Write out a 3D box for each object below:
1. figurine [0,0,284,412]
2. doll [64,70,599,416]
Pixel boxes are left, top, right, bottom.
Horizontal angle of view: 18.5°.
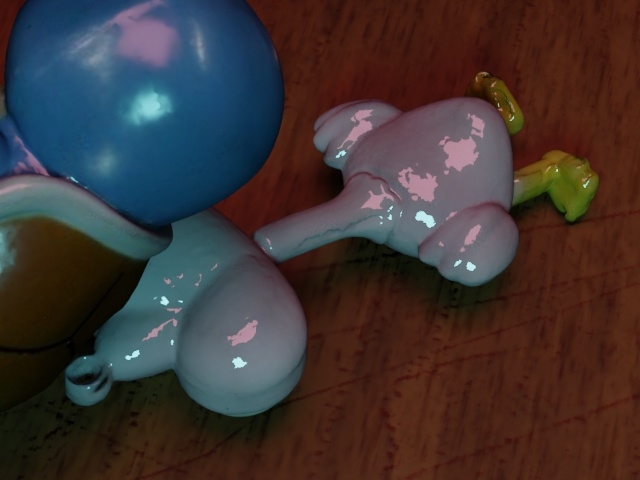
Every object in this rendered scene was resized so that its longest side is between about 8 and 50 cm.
[{"bbox_3d":[-0.211,0.007,1.019,0.243,0.298,0.416,38,93,29],"label":"figurine"},{"bbox_3d":[0.000,-0.001,1.169,0.365,0.094,0.160,-30,60,-26],"label":"doll"}]
